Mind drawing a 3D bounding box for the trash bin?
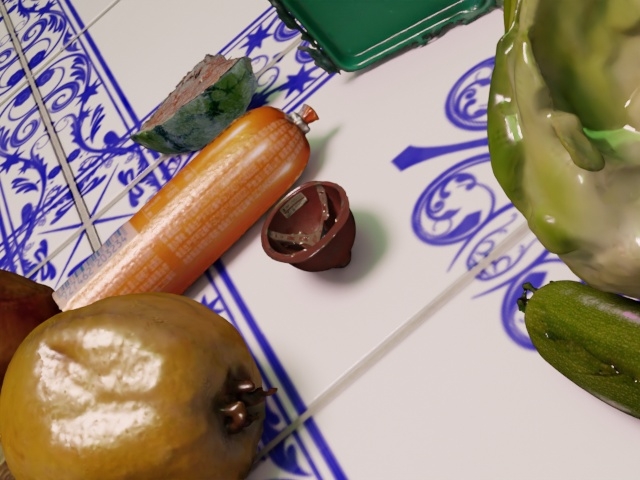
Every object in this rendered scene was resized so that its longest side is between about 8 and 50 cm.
[{"bbox_3d":[0.038,-0.400,1.125,0.259,0.295,0.381,-25,46,23],"label":"trash bin"}]

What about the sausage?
[{"bbox_3d":[-0.121,-0.025,1.047,0.312,0.093,0.093,-45,36,-3],"label":"sausage"}]

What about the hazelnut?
[{"bbox_3d":[-0.356,0.112,1.072,0.204,0.178,0.178,-3,44,0],"label":"hazelnut"}]

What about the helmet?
[{"bbox_3d":[0.000,0.000,0.936,0.089,0.057,0.111,-40,32,-2],"label":"helmet"}]

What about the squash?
[{"bbox_3d":[0.224,0.078,0.641,0.318,0.071,0.080,13,83,52],"label":"squash"}]

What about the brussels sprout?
[{"bbox_3d":[0.252,-0.143,0.658,0.276,0.315,0.371,5,81,17],"label":"brussels sprout"}]

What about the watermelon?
[{"bbox_3d":[-0.128,-0.164,1.217,0.187,0.071,0.139,-29,31,32],"label":"watermelon"}]

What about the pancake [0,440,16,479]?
[{"bbox_3d":[-0.265,0.245,0.962,0.235,0.029,0.211,-19,43,31],"label":"pancake"}]

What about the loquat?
[{"bbox_3d":[-0.145,0.136,0.842,0.234,0.176,0.187,-8,88,14],"label":"loquat"}]
